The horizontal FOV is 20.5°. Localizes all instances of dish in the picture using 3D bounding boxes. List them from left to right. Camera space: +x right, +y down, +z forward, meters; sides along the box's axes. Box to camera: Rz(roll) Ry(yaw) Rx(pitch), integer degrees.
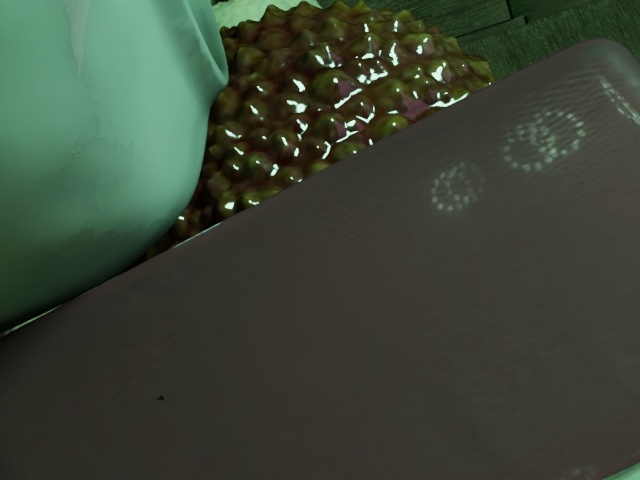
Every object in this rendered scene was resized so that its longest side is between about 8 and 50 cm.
[{"bbox_3d":[-0.105,-0.092,0.575,0.256,0.117,0.256,-18,90,-86],"label":"dish"}]

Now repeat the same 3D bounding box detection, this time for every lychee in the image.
[{"bbox_3d":[0.000,0.000,0.967,0.271,0.271,0.271,-19,90,-87],"label":"lychee"}]

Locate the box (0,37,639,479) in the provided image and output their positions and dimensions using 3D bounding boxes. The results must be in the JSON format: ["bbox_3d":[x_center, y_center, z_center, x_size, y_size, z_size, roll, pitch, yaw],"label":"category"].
[{"bbox_3d":[0.033,0.081,0.553,0.167,0.294,0.193,60,-5,33],"label":"box"}]

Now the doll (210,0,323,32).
[{"bbox_3d":[-0.082,-0.192,1.232,0.278,0.175,0.149,64,-14,-4],"label":"doll"}]
